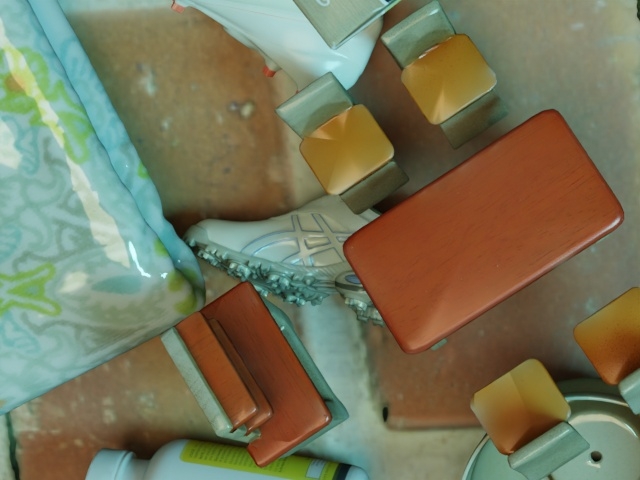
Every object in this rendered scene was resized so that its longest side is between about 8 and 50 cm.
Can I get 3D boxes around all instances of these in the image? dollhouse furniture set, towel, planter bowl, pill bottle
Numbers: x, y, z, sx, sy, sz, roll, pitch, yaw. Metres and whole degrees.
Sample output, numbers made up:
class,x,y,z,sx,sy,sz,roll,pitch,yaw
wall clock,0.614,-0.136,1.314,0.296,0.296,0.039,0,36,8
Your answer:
class,x,y,z,sx,sy,sz,roll,pitch,yaw
dollhouse furniture set,0.049,0.024,1.109,0.259,0.135,0.262,-34,74,5
towel,-0.294,-0.052,1.233,0.321,0.090,0.374,-27,94,19
planter bowl,0.174,0.155,1.216,0.162,0.109,0.162,3,108,11
pill bottle,-0.063,0.189,1.277,0.184,0.103,0.103,8,109,9

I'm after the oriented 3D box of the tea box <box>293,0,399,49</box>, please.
class,x,y,z,sx,sy,sz,roll,pitch,yaw
tea box,0.042,-0.338,1.023,0.323,0.220,0.329,-36,97,18

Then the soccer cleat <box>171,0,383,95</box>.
class,x,y,z,sx,sy,sz,roll,pitch,yaw
soccer cleat,-0.052,-0.164,1.185,0.196,0.068,0.076,34,106,-9

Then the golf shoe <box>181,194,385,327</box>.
class,x,y,z,sx,sy,sz,roll,pitch,yaw
golf shoe,0.000,0.000,1.237,0.176,0.069,0.086,14,77,15
